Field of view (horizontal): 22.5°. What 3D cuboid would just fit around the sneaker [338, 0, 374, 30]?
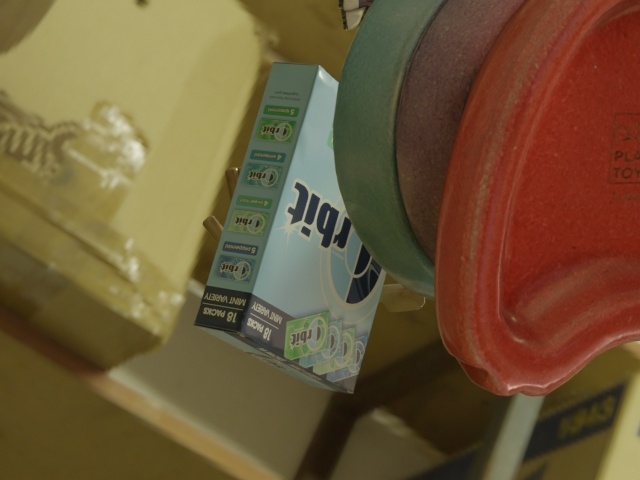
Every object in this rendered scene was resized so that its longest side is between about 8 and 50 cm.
[{"bbox_3d":[0.083,-0.271,1.675,0.124,0.283,0.107,1,-81,2],"label":"sneaker"}]

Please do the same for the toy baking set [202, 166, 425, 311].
[{"bbox_3d":[-0.006,0.003,1.816,0.196,0.030,0.256,-35,-95,8],"label":"toy baking set"}]

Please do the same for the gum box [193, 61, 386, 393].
[{"bbox_3d":[-0.005,-0.005,1.091,0.041,0.184,0.157,8,-15,32],"label":"gum box"}]

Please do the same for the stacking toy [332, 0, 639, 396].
[{"bbox_3d":[0.123,0.034,0.593,0.309,0.280,0.130,9,4,-36],"label":"stacking toy"}]
